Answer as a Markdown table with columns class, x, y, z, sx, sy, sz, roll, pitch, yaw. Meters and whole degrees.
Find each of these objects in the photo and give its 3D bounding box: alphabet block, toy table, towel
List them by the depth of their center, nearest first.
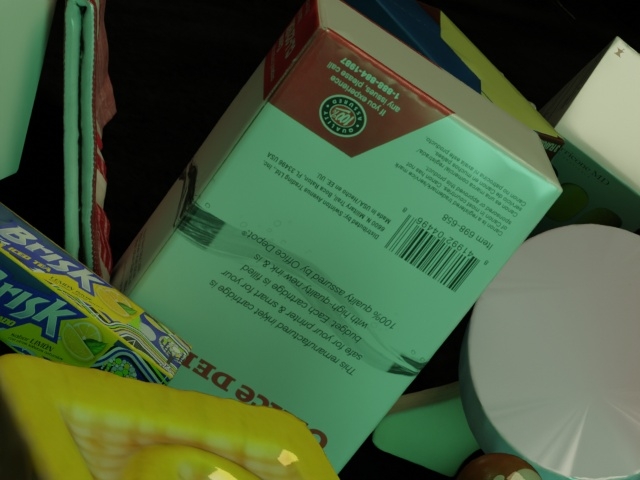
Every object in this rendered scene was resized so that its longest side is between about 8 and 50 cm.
| class | x | y | z | sx | sy | sz | roll | pitch | yaw |
| --- | --- | --- | --- | --- | --- | --- | --- | --- | --- |
| alphabet block | -0.088 | 0.192 | 0.811 | 0.193 | 0.197 | 0.192 | 16 | 29 | -45 |
| toy table | 0.176 | 0.130 | 1.347 | 0.252 | 0.161 | 0.274 | 28 | 40 | 15 |
| towel | -0.166 | -0.131 | 1.351 | 0.037 | 0.237 | 0.329 | 0 | 29 | -6 |

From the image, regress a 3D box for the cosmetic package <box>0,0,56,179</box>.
| class | x | y | z | sx | sy | sz | roll | pitch | yaw |
| --- | --- | --- | --- | --- | --- | --- | --- | --- | --- |
| cosmetic package | -0.314 | -0.099 | 1.064 | 0.197 | 0.155 | 0.365 | 19 | 19 | 9 |

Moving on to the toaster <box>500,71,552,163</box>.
| class | x | y | z | sx | sy | sz | roll | pitch | yaw |
| --- | --- | --- | --- | --- | --- | --- | --- | --- | --- |
| toaster | 0.119 | -0.084 | 1.810 | 0.110 | 0.185 | 0.168 | 28 | 14 | -32 |

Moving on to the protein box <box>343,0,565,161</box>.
| class | x | y | z | sx | sy | sz | roll | pitch | yaw |
| --- | --- | --- | --- | --- | --- | --- | --- | --- | --- |
| protein box | 0.064 | -0.084 | 1.655 | 0.136 | 0.201 | 0.200 | 12 | 33 | -50 |

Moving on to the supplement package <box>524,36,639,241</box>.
| class | x | y | z | sx | sy | sz | roll | pitch | yaw |
| --- | --- | --- | --- | --- | --- | --- | --- | --- | --- |
| supplement package | 0.272 | -0.076 | 1.901 | 0.139 | 0.134 | 0.244 | 37 | -24 | -2 |

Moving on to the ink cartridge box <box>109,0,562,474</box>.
| class | x | y | z | sx | sy | sz | roll | pitch | yaw |
| --- | --- | --- | --- | --- | --- | --- | --- | --- | --- |
| ink cartridge box | 0.000 | 0.000 | 1.271 | 0.197 | 0.273 | 0.114 | 33 | 17 | -14 |

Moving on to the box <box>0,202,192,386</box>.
| class | x | y | z | sx | sy | sz | roll | pitch | yaw |
| --- | --- | --- | --- | --- | --- | --- | --- | --- | --- |
| box | -0.169 | 0.046 | 1.198 | 0.169 | 0.054 | 0.059 | 36 | 20 | -2 |

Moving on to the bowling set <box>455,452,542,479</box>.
| class | x | y | z | sx | sy | sz | roll | pitch | yaw |
| --- | --- | --- | --- | --- | --- | --- | --- | --- | --- |
| bowling set | 0.048 | 0.217 | 1.005 | 0.287 | 0.200 | 0.154 | 24 | 25 | -24 |
